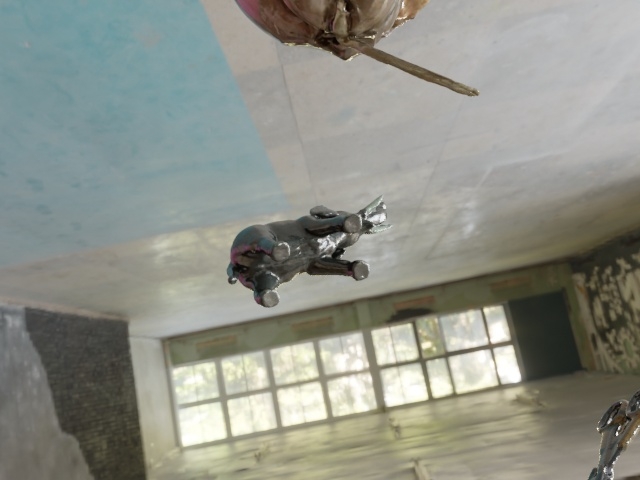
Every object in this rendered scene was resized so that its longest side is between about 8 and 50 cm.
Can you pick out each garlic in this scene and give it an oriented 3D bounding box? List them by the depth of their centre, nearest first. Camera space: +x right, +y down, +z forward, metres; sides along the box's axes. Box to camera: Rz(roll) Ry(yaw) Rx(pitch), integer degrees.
[{"bbox_3d":[0.042,-0.238,0.502,0.207,0.256,0.207,-27,144,-22],"label":"garlic"}]

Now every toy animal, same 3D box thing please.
[{"bbox_3d":[0.007,0.001,0.757,0.269,0.082,0.137,-21,-162,-26],"label":"toy animal"}]

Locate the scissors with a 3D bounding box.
[{"bbox_3d":[0.259,0.213,0.572,0.220,0.017,0.088,-40,168,-38],"label":"scissors"}]
